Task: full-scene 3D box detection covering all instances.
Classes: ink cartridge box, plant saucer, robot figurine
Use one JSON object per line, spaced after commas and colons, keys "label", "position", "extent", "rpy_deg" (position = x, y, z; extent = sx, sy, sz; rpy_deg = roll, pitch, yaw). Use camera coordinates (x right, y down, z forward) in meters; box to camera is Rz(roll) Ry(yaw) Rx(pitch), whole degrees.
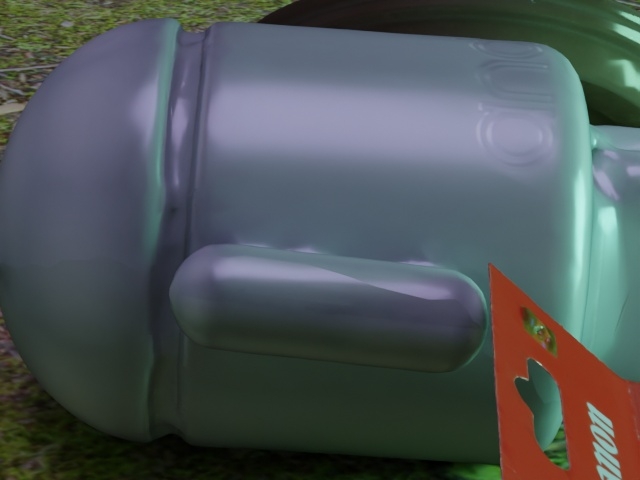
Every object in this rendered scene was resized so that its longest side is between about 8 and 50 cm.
{"label": "ink cartridge box", "position": [0.163, 0.105, 0.658], "extent": [0.232, 0.066, 0.189], "rpy_deg": [46, 18, -15]}
{"label": "plant saucer", "position": [0.076, -0.059, 1.002], "extent": [0.278, 0.278, 0.041], "rpy_deg": [4, 65, -1]}
{"label": "robot figurine", "position": [0.000, 0.000, 0.851], "extent": [0.353, 0.200, 0.300], "rpy_deg": [3, 9, -3]}
